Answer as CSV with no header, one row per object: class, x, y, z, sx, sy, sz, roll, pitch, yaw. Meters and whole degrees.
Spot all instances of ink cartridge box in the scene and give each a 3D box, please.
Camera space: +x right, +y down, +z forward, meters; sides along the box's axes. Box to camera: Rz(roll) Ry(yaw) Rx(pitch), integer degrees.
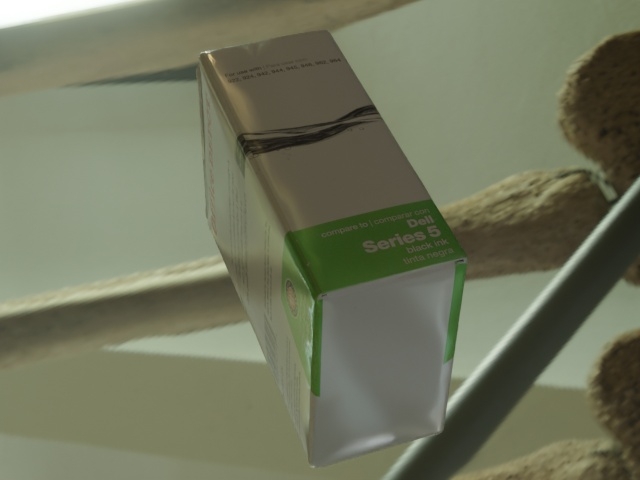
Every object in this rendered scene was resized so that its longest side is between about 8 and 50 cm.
ink cartridge box,0.000,0.000,1.075,0.198,0.115,0.273,92,-21,-46
